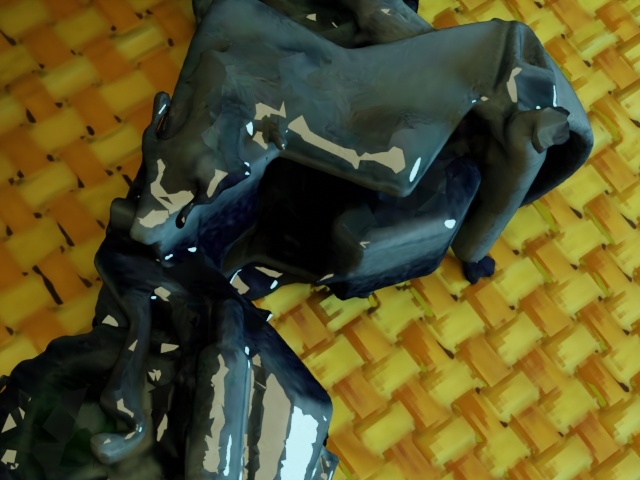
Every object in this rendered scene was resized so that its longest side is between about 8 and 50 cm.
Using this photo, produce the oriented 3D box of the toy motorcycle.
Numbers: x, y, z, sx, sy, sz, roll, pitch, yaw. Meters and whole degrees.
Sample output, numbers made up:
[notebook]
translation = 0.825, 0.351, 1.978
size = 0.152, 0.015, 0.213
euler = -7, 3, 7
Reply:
[toy motorcycle]
translation = 0.000, 0.000, 0.540
size = 0.159, 0.106, 0.270
euler = 18, 61, 2
